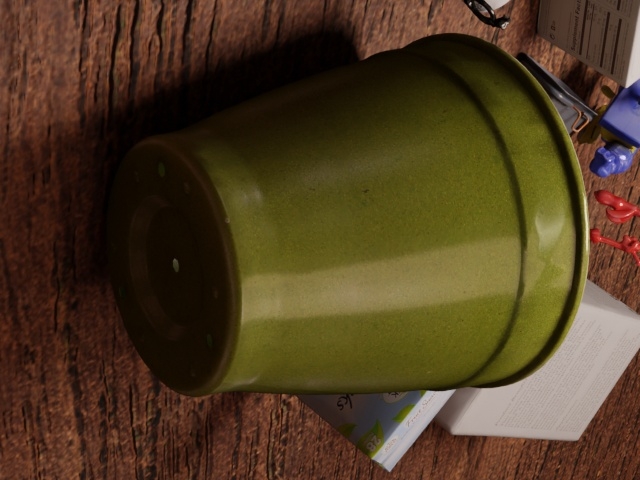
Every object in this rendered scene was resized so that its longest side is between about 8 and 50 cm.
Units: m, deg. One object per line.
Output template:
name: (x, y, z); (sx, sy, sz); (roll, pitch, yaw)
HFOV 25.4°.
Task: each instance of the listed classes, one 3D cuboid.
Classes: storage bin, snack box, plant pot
storage bin: (0.280, -0.159, 1.794); (0.091, 0.098, 0.135); (-49, 151, 14)
snack box: (0.053, 0.138, 1.664); (0.174, 0.207, 0.070); (-51, 150, -4)
plant pot: (0.000, 0.000, 1.356); (0.353, 0.366, 0.366); (-11, 131, -34)

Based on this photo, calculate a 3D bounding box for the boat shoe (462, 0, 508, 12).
boat shoe: (0.224, -0.361, 1.498); (0.258, 0.095, 0.084); (-55, 130, -12)

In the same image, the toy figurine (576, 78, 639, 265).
toy figurine: (0.455, -0.167, 1.873); (0.362, 0.191, 0.217); (-51, 165, -11)

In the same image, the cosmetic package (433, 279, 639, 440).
cosmetic package: (0.291, 0.152, 2.052); (0.230, 0.161, 0.453); (-58, 150, 9)

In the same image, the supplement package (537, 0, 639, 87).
supplement package: (0.405, -0.352, 1.704); (0.262, 0.145, 0.204); (-37, 147, -27)

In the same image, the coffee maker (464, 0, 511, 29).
coffee maker: (0.170, -0.335, 1.397); (0.178, 0.120, 0.171); (-46, 129, -14)
